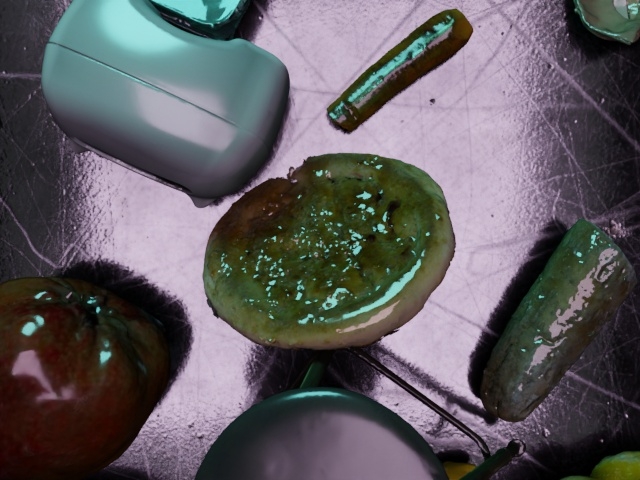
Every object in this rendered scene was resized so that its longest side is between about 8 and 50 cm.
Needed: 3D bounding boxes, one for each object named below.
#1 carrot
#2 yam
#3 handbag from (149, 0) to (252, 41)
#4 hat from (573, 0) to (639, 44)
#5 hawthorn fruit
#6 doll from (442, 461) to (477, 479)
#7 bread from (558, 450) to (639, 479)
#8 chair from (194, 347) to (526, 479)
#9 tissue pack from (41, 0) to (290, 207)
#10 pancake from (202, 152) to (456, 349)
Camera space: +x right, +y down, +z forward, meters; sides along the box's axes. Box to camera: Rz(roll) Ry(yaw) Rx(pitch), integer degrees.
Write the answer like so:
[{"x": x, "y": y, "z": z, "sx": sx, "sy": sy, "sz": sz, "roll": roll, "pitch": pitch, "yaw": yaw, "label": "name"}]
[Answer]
[{"x": 0.122, "y": -0.262, "z": 1.249, "sx": 0.260, "sy": 0.070, "sz": 0.070, "roll": -39, "pitch": 92, "yaw": 2, "label": "carrot"}, {"x": 0.359, "y": 0.136, "z": 1.237, "sx": 0.133, "sy": 0.133, "sz": 0.330, "roll": 32, "pitch": 95, "yaw": -2, "label": "yam"}, {"x": -0.198, "y": -0.460, "z": 1.211, "sx": 0.274, "sy": 0.100, "sz": 0.268, "roll": 24, "pitch": 83, "yaw": 3, "label": "handbag"}, {"x": 0.487, "y": -0.358, "z": 1.254, "sx": 0.175, "sy": 0.085, "sz": 0.147, "roll": 0, "pitch": 81, "yaw": -23, "label": "hat"}, {"x": -0.379, "y": 0.212, "z": 1.156, "sx": 0.309, "sy": 0.308, "sz": 0.324, "roll": 8, "pitch": 102, "yaw": -1, "label": "hawthorn fruit"}, {"x": 0.209, "y": 0.411, "z": 1.288, "sx": 0.135, "sy": 0.071, "sz": 0.113, "roll": -40, "pitch": 107, "yaw": 14, "label": "doll"}, {"x": 0.485, "y": 0.483, "z": 1.184, "sx": 0.301, "sy": 0.341, "sz": 0.210, "roll": -5, "pitch": 124, "yaw": 6, "label": "bread"}, {"x": 0.033, "y": 0.338, "z": 1.066, "sx": 0.365, "sy": 0.410, "sz": 0.361, "roll": 36, "pitch": 92, "yaw": 11, "label": "chair"}, {"x": -0.227, "y": -0.200, "z": 1.163, "sx": 0.333, "sy": 0.229, "sz": 0.235, "roll": 24, "pitch": 86, "yaw": -1, "label": "tissue pack"}, {"x": 0.001, "y": 0.001, "z": 1.151, "sx": 0.382, "sy": 0.382, "sz": 0.071, "roll": -25, "pitch": 133, "yaw": 1, "label": "pancake"}]
